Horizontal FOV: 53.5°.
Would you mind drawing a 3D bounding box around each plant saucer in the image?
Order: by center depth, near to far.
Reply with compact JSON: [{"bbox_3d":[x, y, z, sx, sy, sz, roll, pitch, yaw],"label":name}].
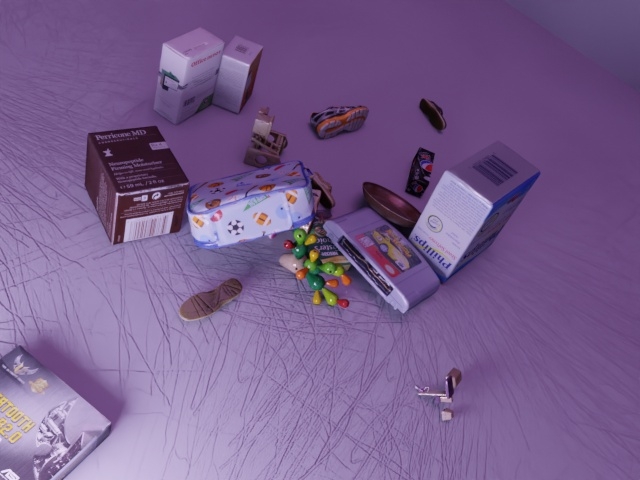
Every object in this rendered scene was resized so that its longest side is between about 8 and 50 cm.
[{"bbox_3d":[0.192,-0.091,1.729,0.198,0.036,0.198,26,20,-11],"label":"plant saucer"}]

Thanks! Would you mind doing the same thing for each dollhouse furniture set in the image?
[{"bbox_3d":[0.265,0.335,1.417,0.081,0.091,0.114,-4,7,29],"label":"dollhouse furniture set"},{"bbox_3d":[-0.128,-0.310,1.749,0.101,0.161,0.182,18,45,-6],"label":"dollhouse furniture set"}]

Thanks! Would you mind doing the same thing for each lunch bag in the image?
[{"bbox_3d":[-0.155,-0.092,1.474,0.303,0.115,0.243,-12,24,-3],"label":"lunch bag"}]

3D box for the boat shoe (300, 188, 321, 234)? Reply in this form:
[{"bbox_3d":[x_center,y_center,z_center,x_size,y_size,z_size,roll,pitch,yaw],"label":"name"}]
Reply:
[{"bbox_3d":[-0.039,-0.074,1.582,0.059,0.063,0.170,16,35,-2],"label":"boat shoe"}]

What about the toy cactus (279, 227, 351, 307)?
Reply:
[{"bbox_3d":[-0.031,0.067,1.458,0.180,0.219,0.112,10,55,49],"label":"toy cactus"}]

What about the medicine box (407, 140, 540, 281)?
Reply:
[{"bbox_3d":[0.392,-0.077,1.656,0.149,0.289,0.263,42,47,20],"label":"medicine box"}]

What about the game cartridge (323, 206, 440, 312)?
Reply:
[{"bbox_3d":[0.160,0.038,1.590,0.294,0.060,0.196,47,33,16],"label":"game cartridge"}]

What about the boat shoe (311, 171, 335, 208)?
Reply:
[{"bbox_3d":[0.007,-0.141,1.726,0.045,0.050,0.135,-19,58,-29],"label":"boat shoe"}]

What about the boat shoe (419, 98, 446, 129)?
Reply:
[{"bbox_3d":[0.393,-0.433,2.160,0.049,0.056,0.152,-10,53,-24],"label":"boat shoe"}]

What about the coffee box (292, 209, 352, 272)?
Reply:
[{"bbox_3d":[0.000,0.000,1.597,0.113,0.040,0.184,-2,50,-25],"label":"coffee box"}]

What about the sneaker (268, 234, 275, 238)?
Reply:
[{"bbox_3d":[-0.115,-0.081,1.608,0.074,0.063,0.170,31,49,-2],"label":"sneaker"}]

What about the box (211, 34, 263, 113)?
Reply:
[{"bbox_3d":[-0.244,-0.484,1.857,0.091,0.170,0.130,21,44,-2],"label":"box"}]

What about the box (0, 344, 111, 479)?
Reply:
[{"bbox_3d":[-0.505,0.313,1.078,0.231,0.056,0.183,36,46,11],"label":"box"}]

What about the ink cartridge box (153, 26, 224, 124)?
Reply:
[{"bbox_3d":[-0.361,-0.452,1.742,0.092,0.219,0.160,35,45,10],"label":"ink cartridge box"}]

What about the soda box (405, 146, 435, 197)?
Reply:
[{"bbox_3d":[0.300,-0.206,1.903,0.053,0.060,0.169,23,44,-3],"label":"soda box"}]

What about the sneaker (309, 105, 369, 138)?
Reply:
[{"bbox_3d":[0.062,-0.382,1.956,0.215,0.084,0.083,-21,54,-35],"label":"sneaker"}]

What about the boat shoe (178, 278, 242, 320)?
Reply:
[{"bbox_3d":[-0.239,0.134,1.376,0.153,0.048,0.056,-33,79,-34],"label":"boat shoe"}]

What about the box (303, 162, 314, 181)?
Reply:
[{"bbox_3d":[-0.105,-0.156,1.686,0.169,0.059,0.054,-14,57,-33],"label":"box"}]

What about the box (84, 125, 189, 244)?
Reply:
[{"bbox_3d":[-0.423,-0.128,1.448,0.168,0.167,0.203,-14,56,-32],"label":"box"}]
